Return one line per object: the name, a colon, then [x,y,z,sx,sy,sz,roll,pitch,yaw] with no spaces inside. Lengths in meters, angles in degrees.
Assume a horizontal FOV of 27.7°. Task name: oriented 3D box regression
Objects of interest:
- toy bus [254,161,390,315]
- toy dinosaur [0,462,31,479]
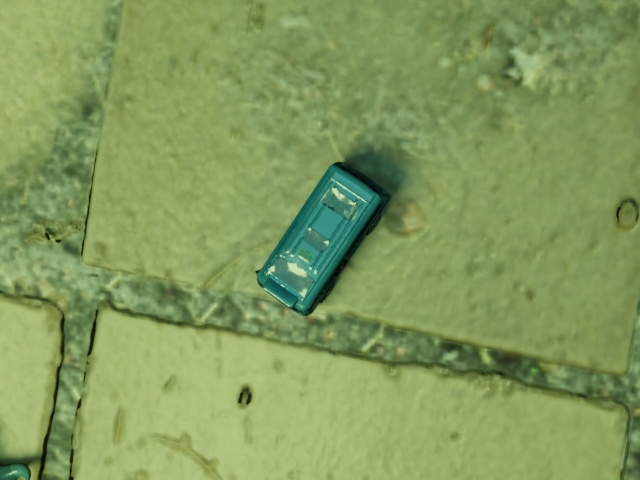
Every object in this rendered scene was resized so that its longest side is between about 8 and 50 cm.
toy bus: [0.000,0.000,0.705,0.038,0.046,0.083,35,97,5]
toy dinosaur: [-0.206,0.143,0.754,0.083,0.030,0.047,-28,90,11]
